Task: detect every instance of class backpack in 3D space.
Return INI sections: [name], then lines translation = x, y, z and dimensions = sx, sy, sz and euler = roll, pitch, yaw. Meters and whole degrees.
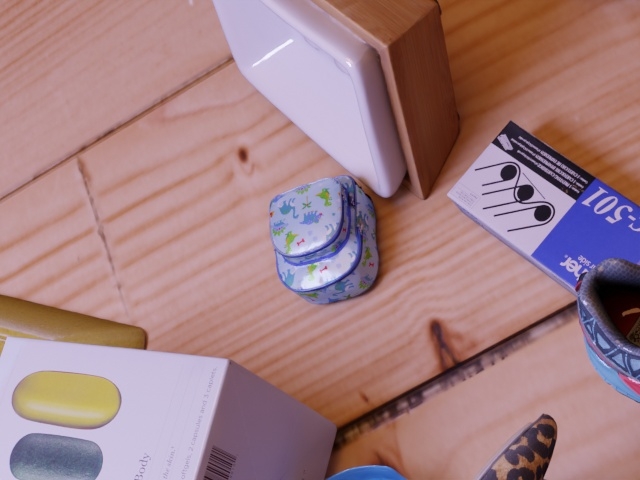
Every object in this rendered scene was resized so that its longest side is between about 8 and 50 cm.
[backpack]
translation = 0.000, 0.000, 1.383
dimensions = 0.105, 0.084, 0.114
euler = -18, 62, 21

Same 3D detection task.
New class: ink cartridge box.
[ink cartridge box]
translation = 0.226, -0.019, 1.302
dimensions = 0.097, 0.046, 0.207
euler = -50, 55, -1

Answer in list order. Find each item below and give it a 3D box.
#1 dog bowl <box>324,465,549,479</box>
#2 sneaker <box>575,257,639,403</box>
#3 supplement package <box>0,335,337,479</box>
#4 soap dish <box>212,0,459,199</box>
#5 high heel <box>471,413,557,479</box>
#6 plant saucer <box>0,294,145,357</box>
[dog bowl]
translation = 0.111, 0.287, 1.196
dimensions = 0.297, 0.074, 0.166
euler = -1, 67, 26
[sneaker]
translation = 0.284, 0.085, 0.957
dimensions = 0.262, 0.125, 0.104
euler = 18, 69, 35
[supplement package]
translation = -0.162, 0.220, 1.279
dimensions = 0.262, 0.198, 0.199
euler = 3, 68, 33
[soap dish]
translation = 0.013, -0.199, 1.397
dimensions = 0.118, 0.229, 0.291
euler = -38, 54, -14
[high heel]
translation = 0.175, 0.280, 1.083
dimensions = 0.186, 0.093, 0.261
euler = 27, 77, 21
[plant saucer]
translation = -0.388, 0.205, 1.484
dimensions = 0.332, 0.081, 0.333
euler = 10, 72, 31
